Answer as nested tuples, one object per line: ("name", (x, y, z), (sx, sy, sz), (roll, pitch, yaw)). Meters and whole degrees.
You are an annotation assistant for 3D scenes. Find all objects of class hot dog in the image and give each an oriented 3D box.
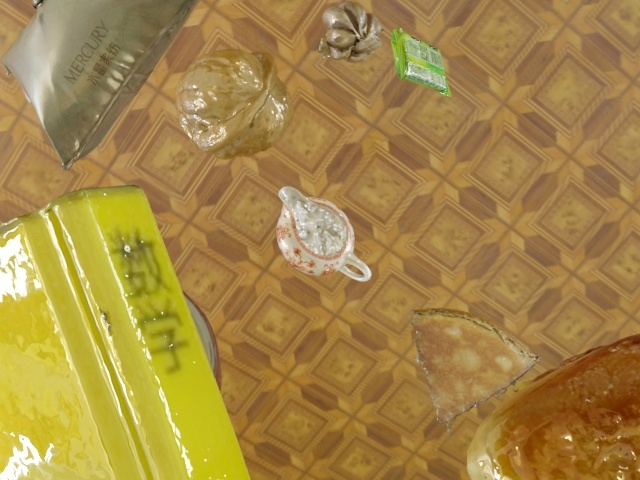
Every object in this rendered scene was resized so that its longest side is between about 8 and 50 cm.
("hot dog", (0.340, 0.195, 0.525), (0.223, 0.405, 0.185), (-63, 145, -17))

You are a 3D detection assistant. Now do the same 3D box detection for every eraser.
("eraser", (-0.142, 0.091, 0.385), (0.158, 0.069, 0.226), (-22, 89, 31))

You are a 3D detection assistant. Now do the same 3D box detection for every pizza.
("pizza", (0.115, 0.093, 0.536), (0.100, 0.029, 0.099), (-43, 74, 13))

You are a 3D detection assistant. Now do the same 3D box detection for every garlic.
("garlic", (0.071, -0.434, 1.333), (0.131, 0.194, 0.127), (11, 105, -20))

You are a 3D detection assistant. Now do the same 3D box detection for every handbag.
("handbag", (-0.244, -0.226, 0.679), (0.270, 0.117, 0.182), (-44, 71, 24))

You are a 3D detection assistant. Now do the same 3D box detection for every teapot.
("teapot", (0.000, 0.000, 1.266), (0.245, 0.159, 0.116), (34, 138, -6))

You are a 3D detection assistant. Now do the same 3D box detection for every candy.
("candy", (0.194, -0.336, 1.218), (0.032, 0.178, 0.102), (-14, 81, 39))

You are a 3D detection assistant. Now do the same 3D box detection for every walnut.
("walnut", (-0.171, -0.278, 1.287), (0.224, 0.257, 0.257), (37, 102, -30))

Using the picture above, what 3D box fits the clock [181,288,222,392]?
("clock", (-0.250, 0.136, 0.583), (0.319, 0.318, 0.080), (-4, 130, -3))
